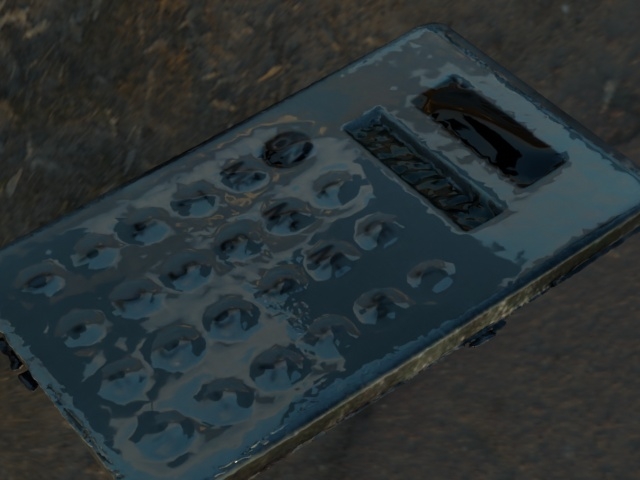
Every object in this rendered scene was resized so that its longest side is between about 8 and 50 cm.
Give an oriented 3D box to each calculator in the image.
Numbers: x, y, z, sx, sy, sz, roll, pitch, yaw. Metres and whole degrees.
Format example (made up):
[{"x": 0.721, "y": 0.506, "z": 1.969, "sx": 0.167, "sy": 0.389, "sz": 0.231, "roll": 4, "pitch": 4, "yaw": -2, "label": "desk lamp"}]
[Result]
[{"x": 0.000, "y": 0.000, "z": 0.585, "sx": 0.261, "sy": 0.021, "sz": 0.161, "roll": -31, "pitch": 51, "yaw": -22, "label": "calculator"}]
